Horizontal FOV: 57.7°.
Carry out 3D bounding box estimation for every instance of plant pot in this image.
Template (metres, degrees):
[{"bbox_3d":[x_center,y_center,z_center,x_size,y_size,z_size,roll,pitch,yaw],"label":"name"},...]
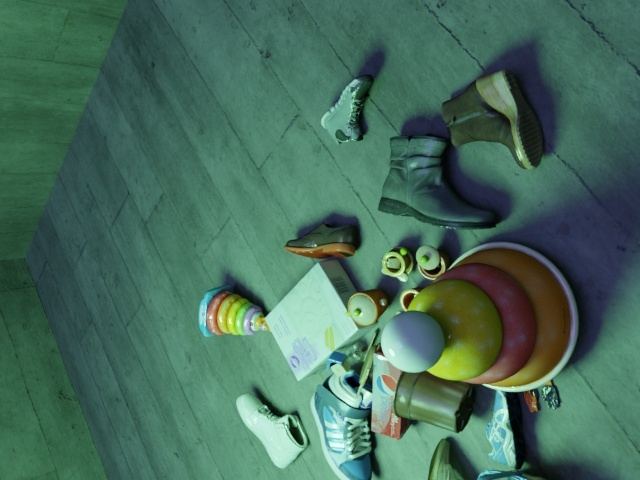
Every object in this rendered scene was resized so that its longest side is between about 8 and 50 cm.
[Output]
[{"bbox_3d":[0.297,0.404,1.487,0.165,0.167,0.166,16,106,35],"label":"plant pot"}]

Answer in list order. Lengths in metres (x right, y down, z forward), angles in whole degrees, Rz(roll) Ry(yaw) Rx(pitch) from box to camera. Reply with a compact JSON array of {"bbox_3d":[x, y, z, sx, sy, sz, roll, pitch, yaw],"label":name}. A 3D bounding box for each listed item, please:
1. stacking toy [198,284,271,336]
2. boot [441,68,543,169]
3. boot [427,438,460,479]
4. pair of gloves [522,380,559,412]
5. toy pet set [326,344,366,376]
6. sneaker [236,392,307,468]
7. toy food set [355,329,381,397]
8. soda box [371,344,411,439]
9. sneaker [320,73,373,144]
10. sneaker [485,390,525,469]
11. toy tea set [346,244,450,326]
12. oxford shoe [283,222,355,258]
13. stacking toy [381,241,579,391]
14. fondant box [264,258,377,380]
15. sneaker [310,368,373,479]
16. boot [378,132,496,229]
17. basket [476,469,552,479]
[{"bbox_3d":[-0.260,0.273,2.024,0.302,0.166,0.175,11,102,27],"label":"stacking toy"},{"bbox_3d":[0.400,-0.259,1.372,0.207,0.090,0.248,-25,82,57],"label":"boot"},{"bbox_3d":[0.361,0.631,1.492,0.165,0.213,0.077,12,142,7],"label":"boot"},{"bbox_3d":[0.517,0.364,1.367,0.083,0.010,0.074,-24,77,40],"label":"pair of gloves"},{"bbox_3d":[0.057,0.346,1.714,0.122,0.114,0.065,-34,96,33],"label":"toy pet set"},{"bbox_3d":[-0.157,0.612,1.986,0.292,0.108,0.169,49,124,16],"label":"sneaker"},{"bbox_3d":[0.145,0.351,1.631,0.039,0.192,0.132,19,117,3],"label":"toy food set"},{"bbox_3d":[0.197,0.408,1.581,0.092,0.083,0.263,12,116,28],"label":"soda box"},{"bbox_3d":[0.100,-0.352,1.635,0.229,0.086,0.132,-43,71,49],"label":"sneaker"},{"bbox_3d":[0.438,0.446,1.404,0.081,0.080,0.211,-3,92,41],"label":"sneaker"},{"bbox_3d":[0.200,0.137,1.544,0.200,0.124,0.336,37,119,23],"label":"toy tea set"},{"bbox_3d":[0.000,0.000,1.775,0.272,0.097,0.098,-2,74,40],"label":"oxford shoe"},{"bbox_3d":[0.293,0.175,1.223,0.351,0.480,0.350,-1,89,43],"label":"stacking toy"},{"bbox_3d":[-0.009,0.249,1.796,0.330,0.096,0.238,-48,63,37],"label":"fondant box"},{"bbox_3d":[0.103,0.538,1.700,0.236,0.130,0.322,-50,57,40],"label":"sneaker"},{"bbox_3d":[0.291,-0.153,1.452,0.338,0.118,0.222,17,101,37],"label":"boot"},{"bbox_3d":[0.424,0.632,1.286,0.201,0.289,0.254,-3,83,48],"label":"basket"}]
